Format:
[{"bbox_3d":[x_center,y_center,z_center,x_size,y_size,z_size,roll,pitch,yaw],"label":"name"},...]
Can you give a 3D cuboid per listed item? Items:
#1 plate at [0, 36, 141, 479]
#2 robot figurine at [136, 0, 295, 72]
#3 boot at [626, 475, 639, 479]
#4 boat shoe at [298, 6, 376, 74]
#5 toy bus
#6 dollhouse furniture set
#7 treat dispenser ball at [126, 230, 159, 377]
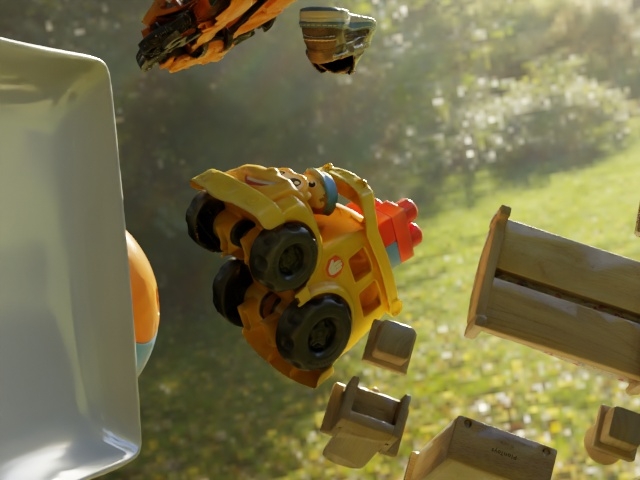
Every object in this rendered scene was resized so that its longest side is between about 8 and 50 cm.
[{"bbox_3d":[-0.185,0.018,0.847,0.045,0.278,0.277,-4,1,14],"label":"plate"},{"bbox_3d":[-0.107,-0.296,1.697,0.211,0.085,0.291,-21,-7,-43],"label":"robot figurine"},{"bbox_3d":[0.444,0.389,1.758,0.095,0.203,0.262,-12,-11,-43],"label":"boot"},{"bbox_3d":[0.014,-0.215,1.534,0.066,0.066,0.183,5,5,18],"label":"boat shoe"},{"bbox_3d":[0.000,0.000,1.388,0.211,0.220,0.149,-34,37,-21],"label":"toy bus"},{"bbox_3d":[0.185,0.094,1.472,0.303,0.355,0.174,19,-24,-4],"label":"dollhouse furniture set"},{"bbox_3d":[-0.341,0.087,1.720,0.288,0.288,0.288,-9,9,1],"label":"treat dispenser ball"}]
